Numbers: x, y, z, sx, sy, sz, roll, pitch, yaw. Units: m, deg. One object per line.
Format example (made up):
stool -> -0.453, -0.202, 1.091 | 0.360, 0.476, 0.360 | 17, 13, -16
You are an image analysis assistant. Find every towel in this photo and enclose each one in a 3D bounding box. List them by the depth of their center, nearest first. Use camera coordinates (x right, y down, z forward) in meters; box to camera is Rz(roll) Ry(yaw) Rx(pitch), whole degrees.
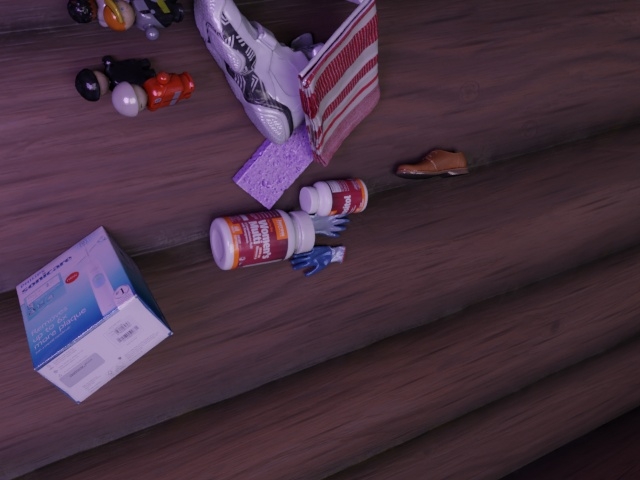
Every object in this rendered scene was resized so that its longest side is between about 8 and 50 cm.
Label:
towel -> 0.052, -0.317, 1.335 | 0.237, 0.037, 0.329 | -52, 163, -14

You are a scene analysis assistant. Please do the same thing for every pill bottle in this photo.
pill bottle -> -0.132, -0.007, 1.476 | 0.221, 0.121, 0.121 | -10, 121, -27
pill bottle -> 0.031, -0.103, 1.544 | 0.152, 0.086, 0.086 | -8, 120, -27

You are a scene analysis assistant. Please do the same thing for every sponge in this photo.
sponge -> -0.090, -0.183, 1.460 | 0.210, 0.031, 0.117 | -48, 130, 2

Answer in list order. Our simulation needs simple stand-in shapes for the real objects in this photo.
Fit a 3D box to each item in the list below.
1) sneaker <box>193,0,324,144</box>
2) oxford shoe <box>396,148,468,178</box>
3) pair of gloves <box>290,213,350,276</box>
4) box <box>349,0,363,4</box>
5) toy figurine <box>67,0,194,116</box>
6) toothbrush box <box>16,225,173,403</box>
sneaker -> -0.094, -0.382, 1.280 | 0.210, 0.137, 0.365 | -38, 134, -9
oxford shoe -> 0.287, -0.199, 1.672 | 0.212, 0.076, 0.076 | -8, 90, -25
pair of gloves -> 0.000, 0.000, 1.627 | 0.159, 0.023, 0.198 | -5, 118, -27
box -> 0.095, -0.590, 1.299 | 0.170, 0.091, 0.130 | -43, 130, -3
toy figurine -> -0.336, -0.331, 1.105 | 0.148, 0.213, 0.209 | -25, 129, -35
toothbrush box -> -0.448, 0.133, 1.250 | 0.216, 0.295, 0.126 | -37, 128, -7
